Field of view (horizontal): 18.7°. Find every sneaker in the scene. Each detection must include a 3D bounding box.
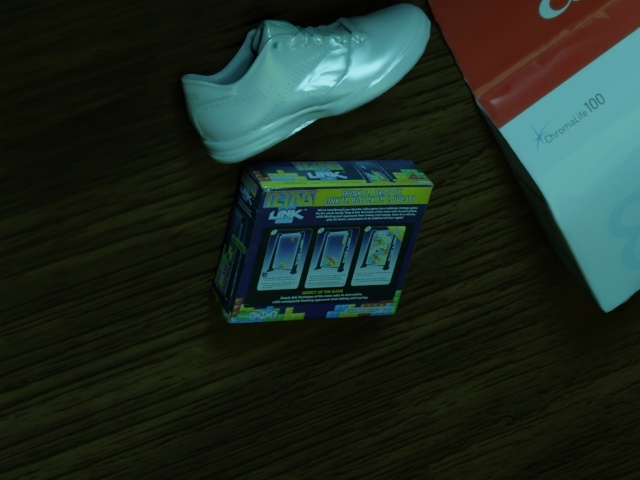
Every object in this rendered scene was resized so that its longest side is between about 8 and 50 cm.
[{"bbox_3d":[-0.012,-0.148,1.568,0.212,0.080,0.094,-30,121,-6],"label":"sneaker"}]

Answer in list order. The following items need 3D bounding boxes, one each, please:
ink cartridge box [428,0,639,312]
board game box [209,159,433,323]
[{"bbox_3d":[0.300,-0.154,1.730,0.308,0.091,0.385,-36,134,-3],"label":"ink cartridge box"},{"bbox_3d":[0.000,0.000,1.698,0.170,0.048,0.141,-1,121,-29],"label":"board game box"}]
